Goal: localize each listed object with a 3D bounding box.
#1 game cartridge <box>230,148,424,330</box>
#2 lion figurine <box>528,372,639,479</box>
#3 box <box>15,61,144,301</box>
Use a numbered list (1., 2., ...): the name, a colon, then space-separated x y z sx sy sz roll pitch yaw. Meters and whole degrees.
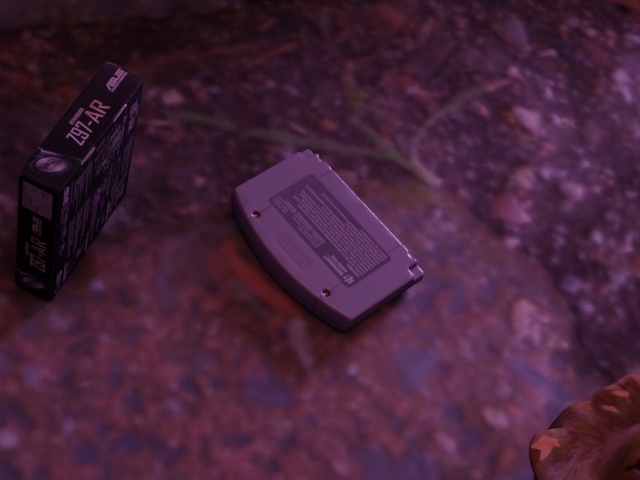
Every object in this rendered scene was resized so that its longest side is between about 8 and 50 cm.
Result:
1. game cartridge: 0.000 0.000 0.566 0.056 0.017 0.083 -30 68 -32
2. lion figurine: 0.266 0.163 0.471 0.392 0.142 0.240 5 47 -28
3. box: -0.099 -0.023 0.514 0.018 0.083 0.067 27 56 3
